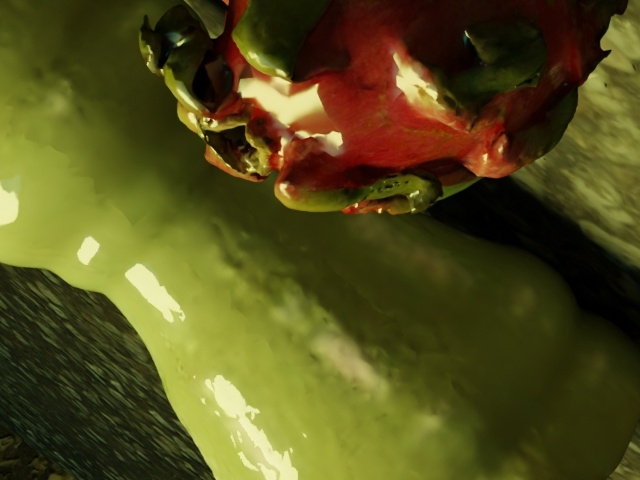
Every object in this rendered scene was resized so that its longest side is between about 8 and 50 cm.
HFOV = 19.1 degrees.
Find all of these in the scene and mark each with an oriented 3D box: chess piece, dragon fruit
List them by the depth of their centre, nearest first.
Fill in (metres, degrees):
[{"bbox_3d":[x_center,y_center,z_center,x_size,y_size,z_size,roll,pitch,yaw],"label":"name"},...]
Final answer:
[{"bbox_3d":[0.024,-0.094,0.737,0.166,0.172,0.160,50,161,-23],"label":"dragon fruit"},{"bbox_3d":[-0.055,0.009,1.035,0.442,0.234,0.234,42,163,-7],"label":"chess piece"}]
